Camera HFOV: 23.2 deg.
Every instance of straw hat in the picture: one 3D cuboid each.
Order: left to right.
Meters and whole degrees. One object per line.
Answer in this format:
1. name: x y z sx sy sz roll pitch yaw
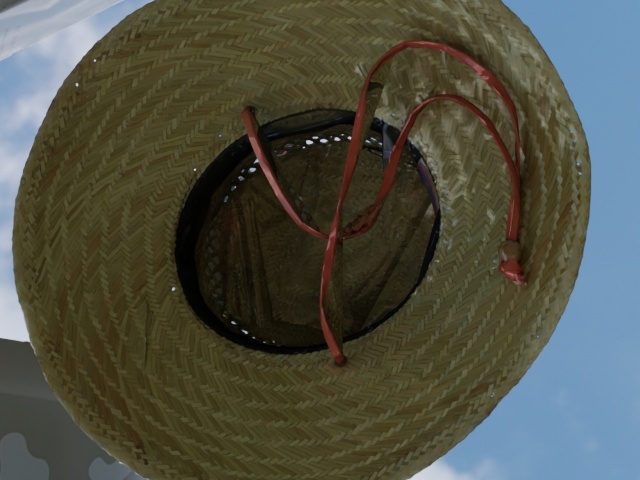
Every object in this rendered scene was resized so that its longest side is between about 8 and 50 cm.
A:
1. straw hat: 0.000 0.000 0.401 0.061 0.145 0.144 30 -142 -75

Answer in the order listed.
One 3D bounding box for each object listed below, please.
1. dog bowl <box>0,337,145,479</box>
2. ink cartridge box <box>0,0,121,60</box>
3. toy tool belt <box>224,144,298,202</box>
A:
1. dog bowl: -0.219 0.123 0.577 0.349 0.349 0.102 7 -112 -32
2. ink cartridge box: -0.231 -0.148 0.770 0.333 0.065 0.165 -32 -101 -33
3. toy tool belt: -0.036 -0.007 0.734 0.051 0.083 0.052 58 -173 -23
